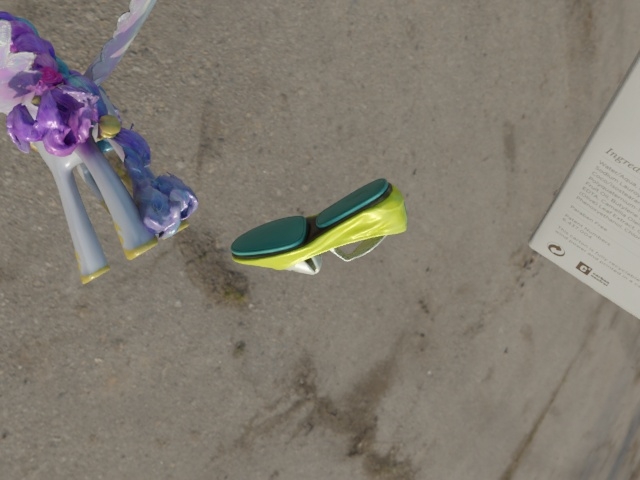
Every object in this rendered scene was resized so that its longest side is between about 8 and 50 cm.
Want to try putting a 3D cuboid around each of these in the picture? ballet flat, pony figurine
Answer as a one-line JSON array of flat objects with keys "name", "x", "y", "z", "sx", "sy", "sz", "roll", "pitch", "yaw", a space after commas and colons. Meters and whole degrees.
[{"name": "ballet flat", "x": 0.000, "y": 0.000, "z": 0.736, "sx": 0.077, "sy": 0.231, "sz": 0.077, "roll": 58, "pitch": 22, "yaw": -28}, {"name": "pony figurine", "x": -0.292, "y": -0.148, "z": 0.701, "sx": 0.303, "sy": 0.351, "sz": 0.363, "roll": -35, "pitch": 100, "yaw": -37}]

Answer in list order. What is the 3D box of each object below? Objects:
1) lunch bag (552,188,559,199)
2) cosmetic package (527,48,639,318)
[{"name": "lunch bag", "x": 0.435, "y": -0.035, "z": 0.703, "sx": 0.258, "sy": 0.293, "sz": 0.120, "roll": -21, "pitch": 105, "yaw": -74}, {"name": "cosmetic package", "x": 0.268, "y": -0.106, "z": 0.318, "sx": 0.197, "sy": 0.155, "sz": 0.365, "roll": -46, "pitch": 160, "yaw": -20}]
